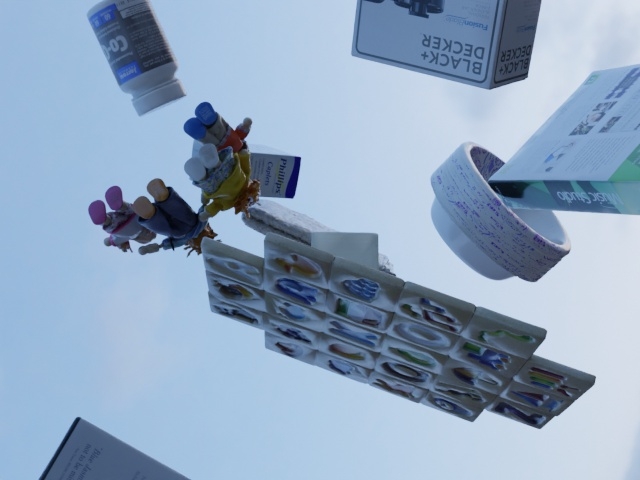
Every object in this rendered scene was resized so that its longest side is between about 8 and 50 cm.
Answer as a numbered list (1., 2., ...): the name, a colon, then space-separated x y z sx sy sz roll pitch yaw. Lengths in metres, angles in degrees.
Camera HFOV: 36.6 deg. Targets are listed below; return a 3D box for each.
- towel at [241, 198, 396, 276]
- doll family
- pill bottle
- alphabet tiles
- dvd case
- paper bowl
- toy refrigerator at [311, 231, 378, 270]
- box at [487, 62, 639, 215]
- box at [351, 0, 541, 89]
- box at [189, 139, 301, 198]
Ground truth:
1. towel: 0.000 0.000 1.683 0.187 0.282 0.049 -66 1 -83
2. doll family: -0.168 -0.047 1.279 0.263 0.118 0.163 -40 -24 3
3. pill bottle: -0.217 -0.224 1.159 0.078 0.078 0.137 -29 -82 -35
4. alphabet tiles: 0.057 0.089 0.866 0.285 0.342 0.011 96 -166 -67
5. dvd case: -0.199 0.328 1.044 0.022 0.253 0.180 -46 15 54
6. paper bowl: 0.321 -0.038 1.812 0.148 0.284 0.284 -46 -33 22
7. toy refrigerator: 0.036 0.093 1.526 0.269 0.102 0.094 91 180 -61
8. box: 0.373 -0.129 1.171 0.232 0.322 0.058 -45 -73 -13
9. box: 0.135 -0.306 0.932 0.087 0.169 0.290 -25 -51 -50
10. box: -0.122 -0.115 1.550 0.137 0.126 0.072 1 -77 -32
